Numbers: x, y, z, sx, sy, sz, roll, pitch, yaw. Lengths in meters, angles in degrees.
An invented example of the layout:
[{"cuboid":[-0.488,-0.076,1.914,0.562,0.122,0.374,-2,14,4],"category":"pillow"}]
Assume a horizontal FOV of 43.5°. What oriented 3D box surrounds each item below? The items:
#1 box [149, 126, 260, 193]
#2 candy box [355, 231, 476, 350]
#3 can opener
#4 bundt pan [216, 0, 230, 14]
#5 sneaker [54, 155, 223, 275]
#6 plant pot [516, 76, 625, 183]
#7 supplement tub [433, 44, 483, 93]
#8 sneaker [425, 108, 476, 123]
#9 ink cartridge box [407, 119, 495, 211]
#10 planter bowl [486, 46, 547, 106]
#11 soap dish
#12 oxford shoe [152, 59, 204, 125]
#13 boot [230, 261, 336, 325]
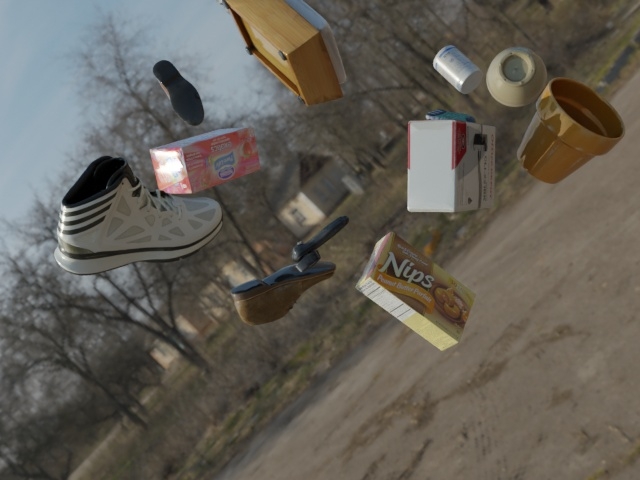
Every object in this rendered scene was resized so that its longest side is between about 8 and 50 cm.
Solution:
[{"cuboid":[-0.342,-0.244,2.426,0.154,0.142,0.300,2,19,39],"category":"box"},{"cuboid":[0.271,0.142,2.250,0.087,0.316,0.183,-43,15,50],"category":"candy box"},{"cuboid":[0.000,0.000,2.033,0.186,0.073,0.059,-43,-1,14],"category":"can opener"},{"cuboid":[-0.215,-0.842,2.608,0.331,0.331,0.124,-44,23,44],"category":"bundt pan"},{"cuboid":[-0.414,-0.083,1.937,0.448,0.169,0.257,-18,-42,-37],"category":"sneaker"},{"cuboid":[0.559,-0.240,1.858,0.205,0.205,0.188,-48,-6,-49],"category":"plant pot"},{"cuboid":[0.324,-0.404,1.895,0.071,0.107,0.071,-29,-29,-18],"category":"supplement tub"},{"cuboid":[0.422,-0.352,2.554,0.083,0.098,0.224,-20,26,-19],"category":"sneaker"},{"cuboid":[0.300,-0.166,1.810,0.114,0.196,0.273,3,6,29],"category":"ink cartridge box"},{"cuboid":[0.527,-0.449,2.154,0.162,0.162,0.109,-45,-11,7],"category":"planter bowl"},{"cuboid":[-0.081,-0.446,1.771,0.118,0.291,0.229,-40,-28,-6],"category":"soap dish"},{"cuboid":[-0.353,-0.369,2.063,0.076,0.212,0.076,-31,-22,-5],"category":"oxford shoe"},{"cuboid":[-0.092,0.143,2.248,0.305,0.115,0.112,-19,16,-12],"category":"boot"}]
